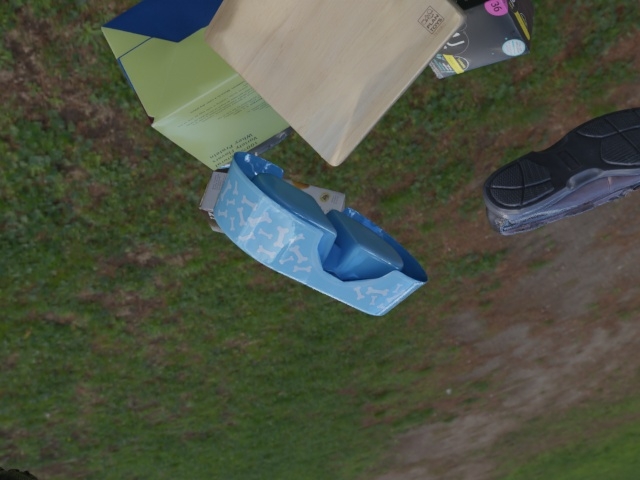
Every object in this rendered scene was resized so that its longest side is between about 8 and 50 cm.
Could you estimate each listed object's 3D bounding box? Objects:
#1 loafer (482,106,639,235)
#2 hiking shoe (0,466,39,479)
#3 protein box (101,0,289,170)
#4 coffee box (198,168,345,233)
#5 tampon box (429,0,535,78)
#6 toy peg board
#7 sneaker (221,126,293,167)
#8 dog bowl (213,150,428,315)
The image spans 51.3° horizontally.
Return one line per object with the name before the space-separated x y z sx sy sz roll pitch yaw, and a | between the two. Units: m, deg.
loafer | 0.367 -0.093 0.923 0.303 0.109 0.095 -21 146 0
hiking shoe | -0.389 0.304 0.774 0.227 0.086 0.114 17 173 30
protein box | -0.106 -0.210 0.794 0.200 0.136 0.201 -30 168 5
coffee box | -0.084 -0.052 1.244 0.247 0.098 0.141 15 163 5
tampon box | 0.239 -0.350 1.059 0.161 0.101 0.120 -9 144 39
toy peg board | 0.017 -0.179 0.550 0.161 0.160 0.079 -47 177 34
sneaker | -0.078 -0.258 1.140 0.341 0.125 0.139 -43 111 -14
dog bowl | 0.000 0.000 0.814 0.297 0.166 0.074 27 107 -32
